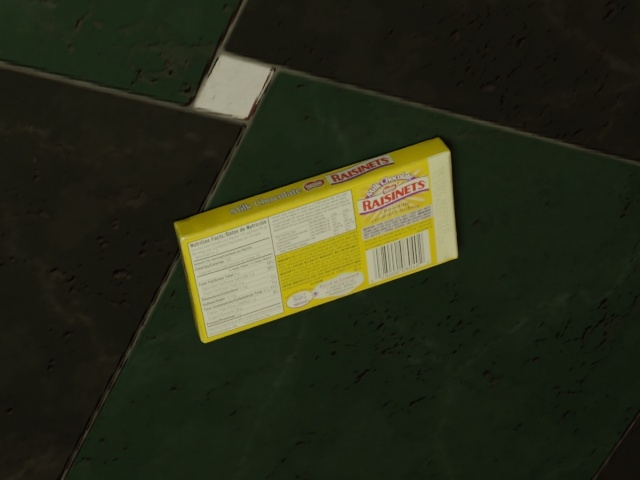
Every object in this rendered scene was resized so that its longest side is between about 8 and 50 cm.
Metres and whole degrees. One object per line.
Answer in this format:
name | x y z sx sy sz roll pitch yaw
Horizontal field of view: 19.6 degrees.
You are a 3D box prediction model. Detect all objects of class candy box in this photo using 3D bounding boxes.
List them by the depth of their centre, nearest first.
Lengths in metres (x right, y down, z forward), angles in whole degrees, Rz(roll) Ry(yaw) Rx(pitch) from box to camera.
candy box | 0.000 0.000 1.345 0.206 0.027 0.105 -18 130 -12
